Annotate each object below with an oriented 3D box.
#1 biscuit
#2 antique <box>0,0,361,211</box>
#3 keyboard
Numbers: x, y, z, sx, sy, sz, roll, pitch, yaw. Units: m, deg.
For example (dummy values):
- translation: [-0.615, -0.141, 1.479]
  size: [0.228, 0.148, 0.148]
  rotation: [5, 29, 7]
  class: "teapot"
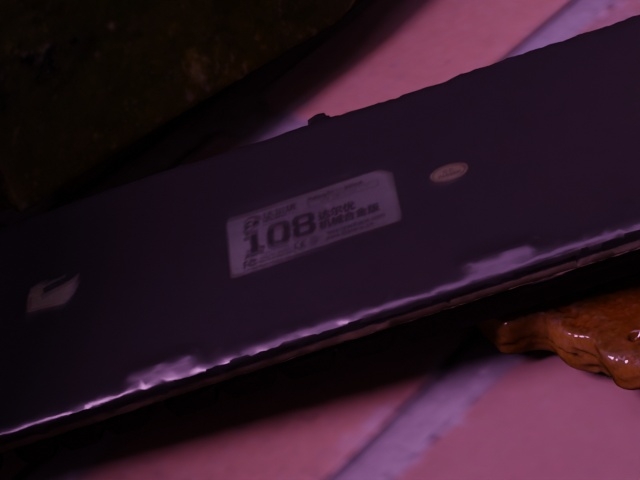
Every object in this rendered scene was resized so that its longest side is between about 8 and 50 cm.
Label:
- translation: [0.103, -0.002, 0.548]
  size: [0.130, 0.019, 0.119]
  rotation: [-24, 35, -9]
  class: "biscuit"
- translation: [-0.056, -0.093, 0.665]
  size: [0.221, 0.080, 0.081]
  rotation: [-32, 25, -34]
  class: "antique"
- translation: [0.000, 0.000, 0.555]
  size: [0.317, 0.027, 0.106]
  rotation: [-18, 37, 8]
  class: "keyboard"
